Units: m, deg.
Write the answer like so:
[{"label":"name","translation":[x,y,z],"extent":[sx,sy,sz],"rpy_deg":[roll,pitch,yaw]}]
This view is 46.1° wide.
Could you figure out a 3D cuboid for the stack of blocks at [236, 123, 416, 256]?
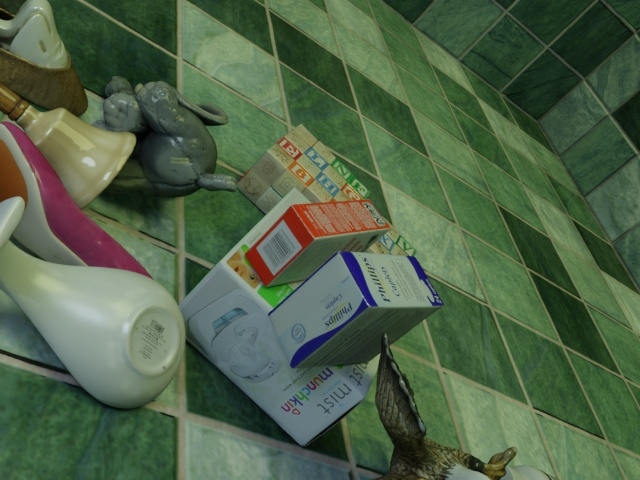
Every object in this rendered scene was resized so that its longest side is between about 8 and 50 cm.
[{"label":"stack of blocks","translation":[0.021,-0.043,1.253],"extent":[0.297,0.087,0.171],"rpy_deg":[44,28,-3]}]

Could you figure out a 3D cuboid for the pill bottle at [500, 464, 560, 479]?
[{"label":"pill bottle","translation":[0.306,0.382,1.056],"extent":[0.193,0.108,0.108],"rpy_deg":[31,31,-25]}]

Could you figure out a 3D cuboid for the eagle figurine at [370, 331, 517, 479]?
[{"label":"eagle figurine","translation":[0.098,0.250,0.820],"extent":[0.298,0.225,0.226],"rpy_deg":[28,37,-36]}]

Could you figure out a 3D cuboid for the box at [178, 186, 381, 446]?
[{"label":"box","translation":[-0.029,0.089,0.972],"extent":[0.231,0.127,0.262],"rpy_deg":[43,29,-2]}]

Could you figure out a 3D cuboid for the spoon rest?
[{"label":"spoon rest","translation":[-0.227,0.062,0.725],"extent":[0.276,0.084,0.137],"rpy_deg":[53,48,-43]}]

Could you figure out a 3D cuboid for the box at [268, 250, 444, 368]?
[{"label":"box","translation":[0.038,0.075,0.816],"extent":[0.137,0.126,0.072],"rpy_deg":[5,50,-49]}]

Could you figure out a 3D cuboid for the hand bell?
[{"label":"hand bell","translation":[-0.332,-0.148,0.809],"extent":[0.242,0.126,0.126],"rpy_deg":[44,26,-28]}]

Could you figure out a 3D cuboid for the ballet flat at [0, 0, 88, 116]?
[{"label":"ballet flat","translation":[-0.408,-0.269,0.906],"extent":[0.342,0.124,0.116],"rpy_deg":[30,30,-36]}]

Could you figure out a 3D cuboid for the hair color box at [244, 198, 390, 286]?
[{"label":"hair color box","translation":[0.000,0.000,0.896],"extent":[0.167,0.093,0.053],"rpy_deg":[-6,57,-55]}]

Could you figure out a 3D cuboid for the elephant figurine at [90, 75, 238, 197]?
[{"label":"elephant figurine","translation":[-0.211,-0.151,1.031],"extent":[0.239,0.169,0.186],"rpy_deg":[-89,160,-73]}]

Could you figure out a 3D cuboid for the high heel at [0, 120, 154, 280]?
[{"label":"high heel","translation":[-0.258,-0.019,0.805],"extent":[0.117,0.082,0.244],"rpy_deg":[-29,91,-53]}]
